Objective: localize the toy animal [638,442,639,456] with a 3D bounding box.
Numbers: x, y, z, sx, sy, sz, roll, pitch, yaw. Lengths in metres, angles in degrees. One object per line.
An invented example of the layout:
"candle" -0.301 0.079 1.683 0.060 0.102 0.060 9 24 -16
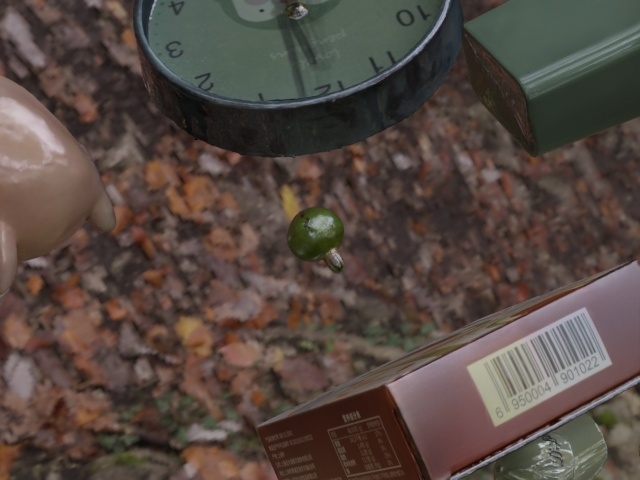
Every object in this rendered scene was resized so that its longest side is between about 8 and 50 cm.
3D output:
"toy animal" 0.363 0.198 1.224 0.168 0.233 0.121 12 35 0

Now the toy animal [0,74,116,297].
"toy animal" -0.345 -0.037 1.294 0.256 0.195 0.213 -39 118 -35

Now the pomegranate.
"pomegranate" 0.001 -0.002 1.743 0.084 0.073 0.073 37 47 -7

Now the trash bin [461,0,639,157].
"trash bin" 0.389 -0.265 1.939 0.223 0.343 0.158 55 -11 48

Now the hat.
"hat" 0.289 0.290 1.825 0.081 0.166 0.122 46 13 -52

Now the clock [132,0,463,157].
"clock" -0.023 -0.217 1.366 0.066 0.319 0.319 77 21 -52

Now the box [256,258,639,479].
"box" 0.155 0.174 1.629 0.344 0.385 0.122 -23 87 -26
